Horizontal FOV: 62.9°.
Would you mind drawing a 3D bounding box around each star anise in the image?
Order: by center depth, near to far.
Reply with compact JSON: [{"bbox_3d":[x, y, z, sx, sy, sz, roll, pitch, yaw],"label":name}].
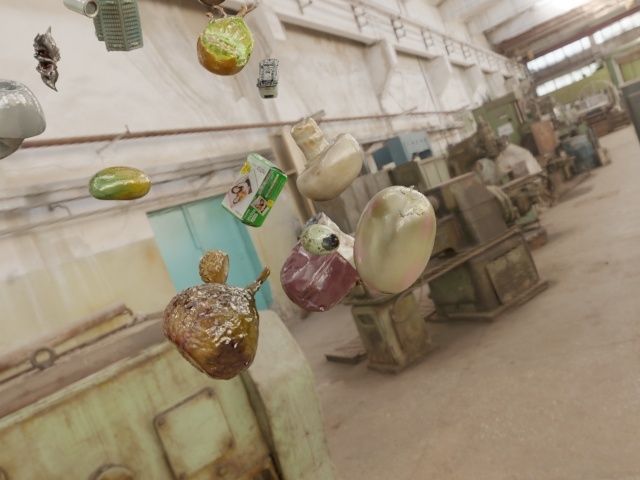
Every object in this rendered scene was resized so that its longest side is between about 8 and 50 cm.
[{"bbox_3d":[-0.874,-0.581,1.677,0.061,0.181,0.204,5,-19,-11],"label":"star anise"}]

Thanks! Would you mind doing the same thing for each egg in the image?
[{"bbox_3d":[0.000,0.000,1.427,0.110,0.085,0.085,18,-1,-7],"label":"egg"}]

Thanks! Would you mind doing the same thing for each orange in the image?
[{"bbox_3d":[-0.339,-0.671,1.848,0.158,0.179,0.237,120,168,-49],"label":"orange"}]

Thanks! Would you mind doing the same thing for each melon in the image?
[{"bbox_3d":[0.209,-0.004,1.489,0.223,0.317,0.223,15,14,-4],"label":"melon"}]

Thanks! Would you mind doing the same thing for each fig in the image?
[{"bbox_3d":[-0.264,0.196,1.489,0.286,0.286,0.369,-16,35,54],"label":"fig"}]

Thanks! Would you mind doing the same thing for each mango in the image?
[{"bbox_3d":[-0.549,-0.152,1.428,0.130,0.092,0.195,19,21,8],"label":"mango"}]

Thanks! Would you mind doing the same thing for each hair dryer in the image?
[{"bbox_3d":[-0.934,-1.028,2.127,0.236,0.131,0.073,-62,-18,-5],"label":"hair dryer"}]

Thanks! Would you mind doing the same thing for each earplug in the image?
[{"bbox_3d":[-0.915,-0.314,1.453,0.325,0.175,0.214,-27,31,17],"label":"earplug"}]

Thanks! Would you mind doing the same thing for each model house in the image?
[{"bbox_3d":[-0.887,-0.962,2.284,0.198,0.224,0.215,-15,38,-25],"label":"model house"}]

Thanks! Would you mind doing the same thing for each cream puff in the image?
[{"bbox_3d":[-0.394,0.102,1.931,0.103,0.144,0.126,5,-22,7],"label":"cream puff"}]

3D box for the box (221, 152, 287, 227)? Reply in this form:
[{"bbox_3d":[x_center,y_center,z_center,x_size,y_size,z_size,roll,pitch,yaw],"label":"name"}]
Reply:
[{"bbox_3d":[-0.250,-0.189,1.977,0.103,0.250,0.180,22,9,-47],"label":"box"}]

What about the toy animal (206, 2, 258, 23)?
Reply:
[{"bbox_3d":[-0.353,-0.860,2.052,0.255,0.116,0.114,-28,-10,14],"label":"toy animal"}]

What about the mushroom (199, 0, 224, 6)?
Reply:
[{"bbox_3d":[-0.440,-1.001,2.127,0.123,0.052,0.123,-15,-12,-3],"label":"mushroom"}]

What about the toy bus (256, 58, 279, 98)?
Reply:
[{"bbox_3d":[-0.206,-0.652,2.110,0.087,0.194,0.089,-4,-39,3],"label":"toy bus"}]

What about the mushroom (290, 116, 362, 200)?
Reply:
[{"bbox_3d":[0.007,-0.200,1.354,0.209,0.206,0.206,26,-28,-34],"label":"mushroom"}]

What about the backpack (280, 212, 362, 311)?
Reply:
[{"bbox_3d":[0.009,0.100,1.833,0.317,0.283,0.197,-54,-4,-17],"label":"backpack"}]
